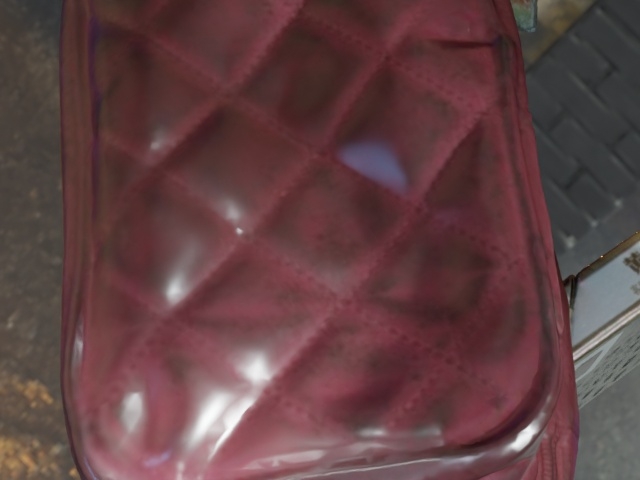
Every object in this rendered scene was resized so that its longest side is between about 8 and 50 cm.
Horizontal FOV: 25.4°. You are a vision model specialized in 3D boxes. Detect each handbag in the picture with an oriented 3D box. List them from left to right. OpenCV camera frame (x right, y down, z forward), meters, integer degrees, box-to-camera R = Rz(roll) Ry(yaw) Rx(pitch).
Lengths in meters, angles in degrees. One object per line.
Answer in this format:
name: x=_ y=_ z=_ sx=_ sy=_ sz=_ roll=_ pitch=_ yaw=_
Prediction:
handbag: x=0.000 y=0.000 z=0.440 sx=0.135 sy=0.146 sz=0.225 roll=69 pitch=13 yaw=-60

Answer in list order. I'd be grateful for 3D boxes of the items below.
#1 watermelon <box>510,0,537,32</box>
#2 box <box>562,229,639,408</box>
watermelon: x=0.055 y=-0.119 z=0.520 sx=0.085 sy=0.061 sz=0.085 roll=47 pitch=17 yaw=-20
box: x=0.202 y=0.042 z=0.906 sx=0.324 sy=0.180 sz=0.047 roll=-31 pitch=70 yaw=-26
